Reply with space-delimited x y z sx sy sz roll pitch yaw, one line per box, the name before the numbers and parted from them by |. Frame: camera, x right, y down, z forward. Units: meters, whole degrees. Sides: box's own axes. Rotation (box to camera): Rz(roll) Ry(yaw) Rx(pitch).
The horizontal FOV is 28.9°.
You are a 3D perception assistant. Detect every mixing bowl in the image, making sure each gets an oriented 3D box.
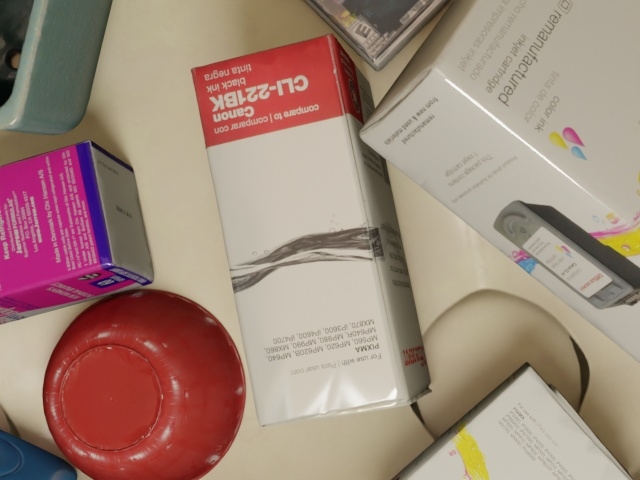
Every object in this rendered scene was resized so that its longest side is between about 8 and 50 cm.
mixing bowl | -0.161 0.130 1.041 0.181 0.098 0.181 0 87 9

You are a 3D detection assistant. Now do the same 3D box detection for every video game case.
video game case | 0.056 -0.272 1.070 0.190 0.022 0.173 -45 81 4

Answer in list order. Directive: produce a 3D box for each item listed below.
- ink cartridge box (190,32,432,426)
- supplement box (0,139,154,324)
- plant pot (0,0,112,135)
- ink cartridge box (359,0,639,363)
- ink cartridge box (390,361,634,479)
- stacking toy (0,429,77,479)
ink cartridge box | 0.000 0.000 0.973 0.114 0.197 0.273 -13 84 9
supplement box | -0.269 0.005 1.054 0.220 0.111 0.114 -14 79 8
plant pot | -0.280 -0.214 1.002 0.247 0.252 0.248 13 89 10
ink cartridge box | 0.219 -0.079 0.902 0.306 0.131 0.226 37 62 -6
ink cartridge box | 0.142 0.198 0.974 0.176 0.128 0.127 -43 82 4
stacking toy | -0.340 0.305 1.048 0.166 0.175 0.302 22 104 4
